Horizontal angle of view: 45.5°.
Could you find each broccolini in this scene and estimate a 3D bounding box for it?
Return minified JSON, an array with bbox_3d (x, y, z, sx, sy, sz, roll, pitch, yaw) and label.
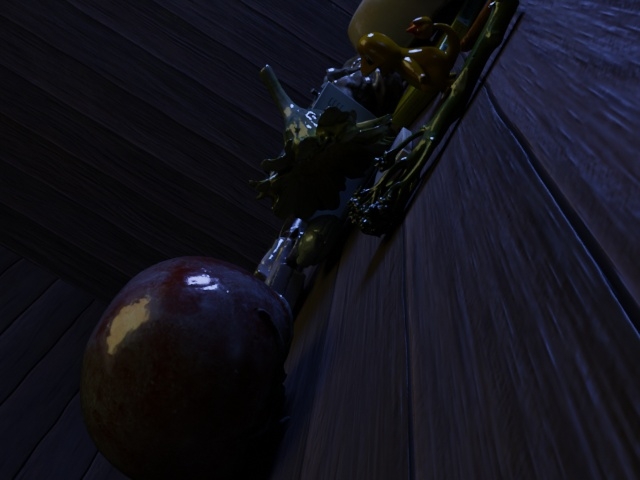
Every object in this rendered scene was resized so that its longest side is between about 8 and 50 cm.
[{"bbox_3d":[0.154,-0.181,1.074,0.392,0.074,0.079,-61,13,-4],"label":"broccolini"}]

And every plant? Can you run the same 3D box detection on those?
[{"bbox_3d":[-0.029,-0.165,1.453,0.261,0.297,0.306,-69,-17,11],"label":"plant"}]

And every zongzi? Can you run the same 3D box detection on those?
[{"bbox_3d":[-0.051,-0.025,1.938,0.184,0.084,0.187,-57,10,15],"label":"zongzi"}]

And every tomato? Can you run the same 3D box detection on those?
[{"bbox_3d":[-0.169,0.182,1.033,0.316,0.282,0.317,12,-90,-86],"label":"tomato"}]

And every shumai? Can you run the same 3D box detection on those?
[{"bbox_3d":[0.075,-0.378,1.830,0.184,0.185,0.218,-54,41,24],"label":"shumai"}]

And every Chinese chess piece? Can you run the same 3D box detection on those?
[{"bbox_3d":[0.207,-0.504,1.591,0.338,0.140,0.338,-45,-1,-1],"label":"Chinese chess piece"}]

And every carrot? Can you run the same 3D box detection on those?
[{"bbox_3d":[0.263,-0.345,1.221,0.037,0.037,0.190,-60,3,-14],"label":"carrot"}]

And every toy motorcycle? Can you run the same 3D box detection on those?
[{"bbox_3d":[-0.112,0.134,1.547,0.223,0.107,0.341,-34,32,62],"label":"toy motorcycle"}]

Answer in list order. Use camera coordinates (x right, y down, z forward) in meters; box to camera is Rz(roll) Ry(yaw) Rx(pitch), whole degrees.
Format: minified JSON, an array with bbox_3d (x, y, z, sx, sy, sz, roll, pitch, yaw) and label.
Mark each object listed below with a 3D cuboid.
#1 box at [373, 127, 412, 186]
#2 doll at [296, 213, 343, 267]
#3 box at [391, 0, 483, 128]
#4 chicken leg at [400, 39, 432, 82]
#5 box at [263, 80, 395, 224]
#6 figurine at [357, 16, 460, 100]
[{"bbox_3d":[0.127,-0.137,1.325,0.090,0.024,0.167,-56,6,21],"label":"box"},{"bbox_3d":[0.000,0.000,1.459,0.104,0.071,0.214,-64,-1,17],"label":"doll"},{"bbox_3d":[0.232,-0.358,1.492,0.279,0.041,0.153,-61,7,-28],"label":"box"},{"bbox_3d":[0.180,-0.400,1.920,0.304,0.093,0.113,-64,19,-2],"label":"chicken leg"},{"bbox_3d":[0.012,-0.167,1.577,0.270,0.210,0.045,-61,19,-8],"label":"box"},{"bbox_3d":[0.149,-0.315,1.271,0.121,0.176,0.122,-75,0,-63],"label":"figurine"}]
